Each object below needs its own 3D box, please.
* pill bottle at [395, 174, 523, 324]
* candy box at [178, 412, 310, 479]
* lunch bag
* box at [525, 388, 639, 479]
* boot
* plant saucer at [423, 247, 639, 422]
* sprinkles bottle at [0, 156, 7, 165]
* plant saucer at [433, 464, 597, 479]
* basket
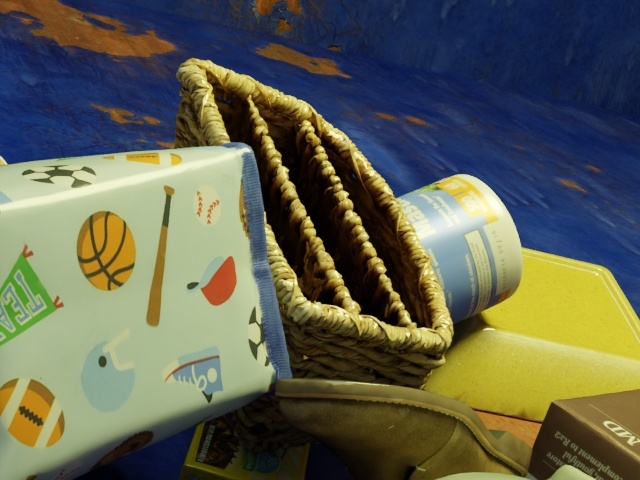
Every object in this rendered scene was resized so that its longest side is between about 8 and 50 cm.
[{"bbox_3d":[0.066,0.041,1.342,0.272,0.152,0.152,-22,35,-22],"label":"pill bottle"},{"bbox_3d":[-0.061,0.178,1.143,0.105,0.027,0.206,20,19,-3],"label":"candy box"},{"bbox_3d":[-0.272,0.070,0.927,0.386,0.238,0.328,-4,6,36],"label":"lunch bag"},{"bbox_3d":[0.381,0.236,1.198,0.381,0.143,0.191,-3,27,-41],"label":"box"},{"bbox_3d":[0.069,0.181,0.971,0.112,0.115,0.305,0,-21,39],"label":"boot"},{"bbox_3d":[0.262,0.096,1.517,0.333,0.081,0.332,13,25,-13],"label":"plant saucer"},{"bbox_3d":[-0.302,0.011,1.262,0.121,0.121,0.355,-1,26,-43],"label":"sprinkles bottle"},{"bbox_3d":[0.227,0.239,0.811,0.401,0.100,0.400,29,-3,2],"label":"plant saucer"},{"bbox_3d":[0.000,0.000,1.120,0.214,0.223,0.299,-9,52,-22],"label":"basket"}]
